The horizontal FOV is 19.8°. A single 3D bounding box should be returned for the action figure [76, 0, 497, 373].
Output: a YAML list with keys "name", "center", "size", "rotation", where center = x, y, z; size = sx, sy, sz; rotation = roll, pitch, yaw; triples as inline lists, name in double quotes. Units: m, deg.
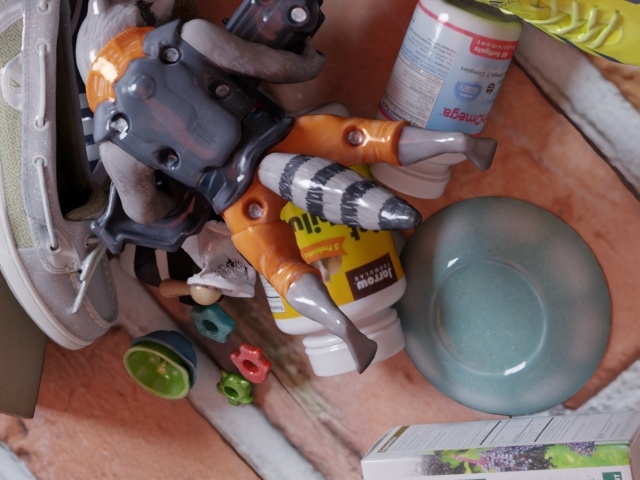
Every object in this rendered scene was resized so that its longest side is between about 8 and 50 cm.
- name: "action figure"
  center: [-0.037, -0.110, 1.384]
  size: [0.330, 0.178, 0.341]
  rotation: [29, 92, 13]

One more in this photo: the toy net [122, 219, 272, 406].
- name: "toy net"
  center: [-0.095, 0.073, 1.576]
  size: [0.122, 0.045, 0.232]
  rotation: [31, 143, 6]

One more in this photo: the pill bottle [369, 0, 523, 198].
- name: "pill bottle"
  center: [0.097, -0.119, 1.482]
  size: [0.087, 0.087, 0.160]
  rotation: [26, 113, 14]

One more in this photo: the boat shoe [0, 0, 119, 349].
- name: "boat shoe"
  center: [-0.216, -0.059, 1.488]
  size: [0.103, 0.118, 0.320]
  rotation: [-9, 110, 12]

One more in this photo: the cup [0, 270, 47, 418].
- name: "cup"
  center: [-0.370, -0.006, 1.606]
  size: [0.331, 0.331, 0.237]
  rotation: [17, 84, 17]

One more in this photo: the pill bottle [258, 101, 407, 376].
- name: "pill bottle"
  center: [0.000, 0.000, 1.537]
  size: [0.117, 0.117, 0.215]
  rotation: [-16, 98, 25]

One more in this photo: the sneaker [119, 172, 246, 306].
- name: "sneaker"
  center: [-0.099, -0.034, 1.575]
  size: [0.121, 0.079, 0.217]
  rotation: [24, 136, 11]

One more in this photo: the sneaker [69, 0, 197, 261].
- name: "sneaker"
  center: [-0.213, -0.118, 1.604]
  size: [0.153, 0.099, 0.282]
  rotation: [28, 117, 19]

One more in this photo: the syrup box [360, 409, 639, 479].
- name: "syrup box"
  center: [0.162, 0.206, 1.540]
  size: [0.237, 0.096, 0.093]
  rotation: [-6, 102, 22]

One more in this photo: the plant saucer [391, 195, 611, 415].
- name: "plant saucer"
  center: [0.145, 0.061, 1.540]
  size: [0.195, 0.037, 0.195]
  rotation: [6, 106, 20]

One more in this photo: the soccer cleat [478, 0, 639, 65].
- name: "soccer cleat"
  center: [0.159, -0.194, 1.392]
  size: [0.289, 0.121, 0.093]
  rotation: [25, 124, -5]
